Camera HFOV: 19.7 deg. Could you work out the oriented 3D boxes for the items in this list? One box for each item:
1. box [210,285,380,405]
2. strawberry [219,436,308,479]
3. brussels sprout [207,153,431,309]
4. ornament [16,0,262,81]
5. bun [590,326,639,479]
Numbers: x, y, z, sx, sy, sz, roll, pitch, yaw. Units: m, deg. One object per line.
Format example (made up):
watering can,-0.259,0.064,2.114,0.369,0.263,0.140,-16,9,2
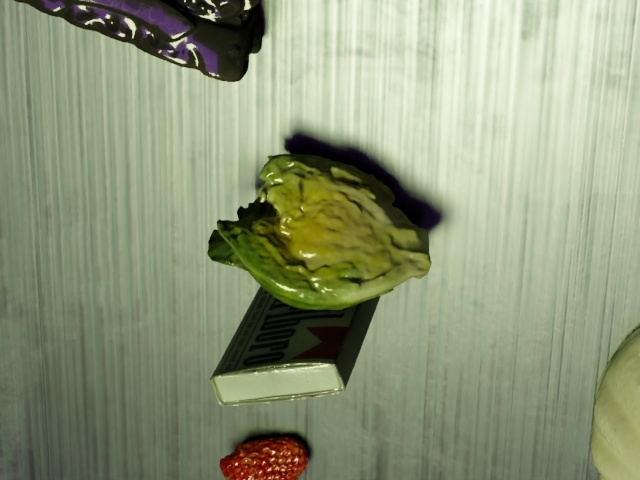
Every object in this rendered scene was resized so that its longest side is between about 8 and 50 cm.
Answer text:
box,-0.018,0.080,1.597,0.115,0.177,0.036,-7,114,17
strawberry,-0.052,0.218,1.749,0.083,0.073,0.073,-38,105,-9
brussels sprout,0.000,0.002,1.580,0.181,0.139,0.100,19,144,-9
ornament,-0.115,-0.288,1.488,0.251,0.106,0.260,19,115,2
bun,0.353,0.197,1.564,0.263,0.175,0.263,7,117,13
